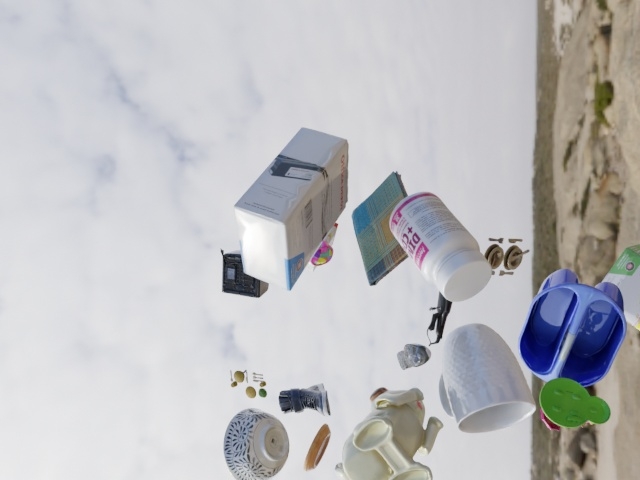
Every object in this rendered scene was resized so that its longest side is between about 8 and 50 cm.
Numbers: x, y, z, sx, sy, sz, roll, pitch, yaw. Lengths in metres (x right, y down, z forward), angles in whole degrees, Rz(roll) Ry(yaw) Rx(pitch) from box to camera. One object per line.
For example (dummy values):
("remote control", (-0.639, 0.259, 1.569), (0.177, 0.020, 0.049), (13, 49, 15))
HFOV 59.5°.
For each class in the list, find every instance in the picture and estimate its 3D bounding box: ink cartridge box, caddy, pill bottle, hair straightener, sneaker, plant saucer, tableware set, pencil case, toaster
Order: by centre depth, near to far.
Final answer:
("pill bottle", (0.305, 0.013, 1.438), (0.283, 0.160, 0.160), (60, 177, 46))
("caddy", (0.690, 0.248, 1.542), (0.179, 0.241, 0.341), (-41, -36, -50))
("ink cartridge box", (-0.070, -0.099, 1.644), (0.395, 0.166, 0.285), (-56, -23, -37))
("ink cartridge box", (1.034, 0.174, 1.731), (0.117, 0.278, 0.201), (-7, -51, -40))
("tableware set", (0.596, 0.058, 1.804), (0.194, 0.039, 0.128), (2, -76, -38))
("sneaker", (0.315, 0.366, 1.812), (0.211, 0.081, 0.080), (126, 128, -71))
("sneaker", (-0.054, 0.536, 1.844), (0.226, 0.163, 0.086), (156, 106, -82))
("hair straightener", (0.416, 0.268, 2.016), (0.089, 0.047, 0.230), (24, -100, -23))
("pencil case", (-0.043, -0.013, 2.027), (0.236, 0.104, 0.104), (54, 178, 38))
("tableware set", (-0.266, 0.531, 2.071), (0.024, 0.154, 0.104), (-15, -77, -64))
("toaster", (-0.294, 0.120, 2.182), (0.110, 0.168, 0.186), (-29, -57, -69))
("plant saucer", (-0.007, 0.834, 2.246), (0.200, 0.037, 0.200), (-55, -21, -34))
("ink cartridge box", (0.000, 0.000, 2.266), (0.231, 0.078, 0.134), (-54, -14, -40))

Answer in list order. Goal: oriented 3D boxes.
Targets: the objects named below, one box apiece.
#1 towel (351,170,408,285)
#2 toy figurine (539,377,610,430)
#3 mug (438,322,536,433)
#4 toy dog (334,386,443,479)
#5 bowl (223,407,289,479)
("towel", (0.234, -0.046, 2.031), (0.040, 0.271, 0.370), (24, -144, -32))
("toy figurine", (0.665, 0.461, 1.508), (0.159, 0.173, 0.130), (76, -152, -58))
("mug", (0.553, 0.507, 2.034), (0.374, 0.276, 0.328), (-56, 34, 42))
("toy dog", (0.260, 0.701, 2.026), (0.284, 0.395, 0.408), (43, -152, 5))
("bowl", (-0.122, 0.449, 1.230), (0.170, 0.080, 0.170), (26, -128, -37))
